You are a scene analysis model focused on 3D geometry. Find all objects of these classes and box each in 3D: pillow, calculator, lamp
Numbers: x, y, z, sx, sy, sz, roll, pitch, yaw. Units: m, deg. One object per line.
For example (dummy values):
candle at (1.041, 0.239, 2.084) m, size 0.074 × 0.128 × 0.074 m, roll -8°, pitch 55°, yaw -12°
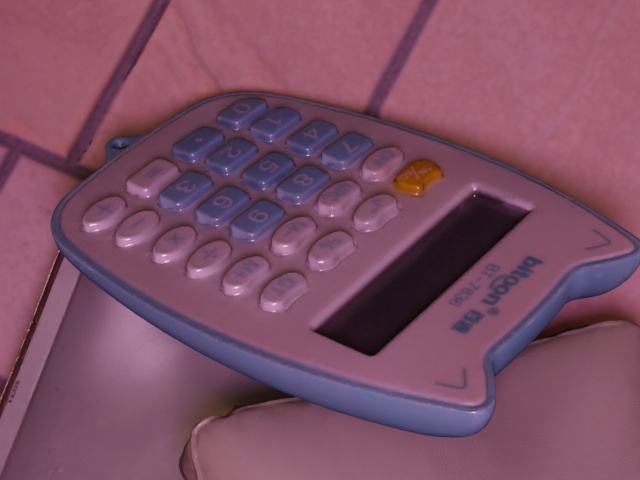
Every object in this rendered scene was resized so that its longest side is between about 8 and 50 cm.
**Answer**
pillow at (0.089, 0.196, 1.105) m, size 0.322 × 0.120 × 0.255 m, roll -12°, pitch 69°, yaw -10°
calculator at (0.000, 0.000, 1.175) m, size 0.386 × 0.054 × 0.256 m, roll 25°, pitch 47°, yaw 29°
lamp at (-0.099, 0.144, 1.218) m, size 0.267 × 0.047 × 0.269 m, roll 16°, pitch 75°, yaw 16°
